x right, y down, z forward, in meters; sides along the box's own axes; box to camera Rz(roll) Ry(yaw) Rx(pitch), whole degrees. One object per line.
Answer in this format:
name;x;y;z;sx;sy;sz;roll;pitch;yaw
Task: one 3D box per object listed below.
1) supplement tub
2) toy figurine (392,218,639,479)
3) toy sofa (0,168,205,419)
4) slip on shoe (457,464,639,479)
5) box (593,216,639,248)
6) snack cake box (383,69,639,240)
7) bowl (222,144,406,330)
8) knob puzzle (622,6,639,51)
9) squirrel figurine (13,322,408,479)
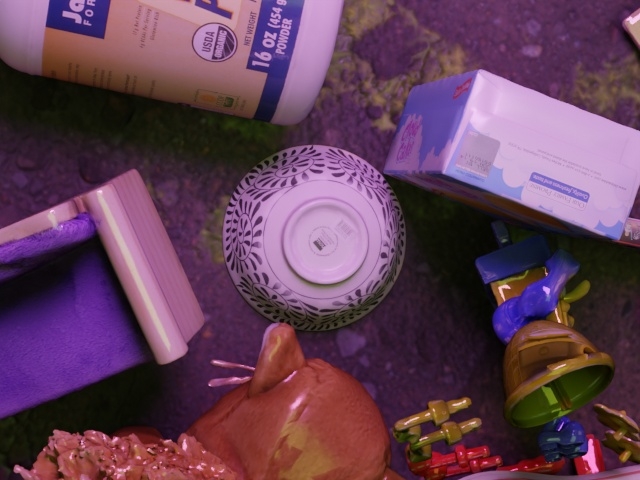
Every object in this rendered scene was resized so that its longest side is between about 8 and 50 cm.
supplement tub;-0.143;-0.232;1.273;0.316;0.228;0.228;11;91;-8
toy figurine;0.151;0.077;1.317;0.191;0.362;0.217;-14;68;10
toy sofa;-0.290;0.083;1.241;0.362;0.177;0.150;-22;97;13
slip on shoe;0.244;0.264;1.363;0.331;0.101;0.123;5;133;-32
box;0.274;-0.008;1.405;0.137;0.094;0.027;11;91;-8
snack cake box;0.155;-0.069;1.300;0.152;0.264;0.089;20;90;-8
bowl;0.000;0.000;1.376;0.170;0.080;0.170;0;93;-8
knob puzzle;0.399;-0.174;1.447;0.213;0.030;0.213;0;92;-8
squirrel figurine;-0.112;0.242;1.210;0.370;0.397;0.281;-33;90;6
